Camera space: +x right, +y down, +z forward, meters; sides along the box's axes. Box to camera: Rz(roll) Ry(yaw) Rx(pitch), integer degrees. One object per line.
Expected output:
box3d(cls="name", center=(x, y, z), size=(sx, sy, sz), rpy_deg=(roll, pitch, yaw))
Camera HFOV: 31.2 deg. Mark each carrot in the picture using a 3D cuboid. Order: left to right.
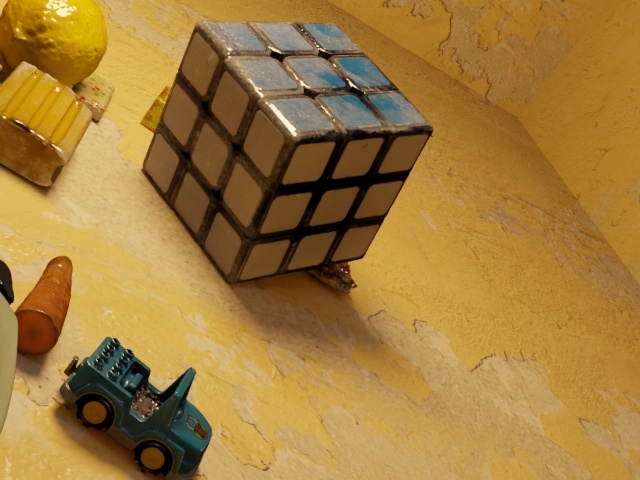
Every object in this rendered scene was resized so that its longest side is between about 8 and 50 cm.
box3d(cls="carrot", center=(-0.330, 0.066, 1.394), size=(0.061, 0.061, 0.210), rpy_deg=(32, 18, -14))

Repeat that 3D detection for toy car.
box3d(cls="toy car", center=(-0.197, 0.181, 1.301), size=(0.191, 0.100, 0.097), rpy_deg=(40, 17, -5))

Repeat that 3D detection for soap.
box3d(cls="soap", center=(-0.426, -0.178, 1.714), size=(0.140, 0.073, 0.232), rpy_deg=(34, 21, -15))

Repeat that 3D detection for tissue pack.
box3d(cls="tissue pack", center=(-0.232, -0.201, 2.089), size=(0.176, 0.062, 0.095), rpy_deg=(36, 21, -8))

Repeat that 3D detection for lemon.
box3d(cls="lemon", center=(-0.440, -0.338, 1.880), size=(0.180, 0.180, 0.193), rpy_deg=(48, 7, 25))

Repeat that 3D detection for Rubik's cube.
box3d(cls="Rubik's cube", center=(-0.061, -0.151, 1.841), size=(0.301, 0.304, 0.305), rpy_deg=(-9, 46, -40))

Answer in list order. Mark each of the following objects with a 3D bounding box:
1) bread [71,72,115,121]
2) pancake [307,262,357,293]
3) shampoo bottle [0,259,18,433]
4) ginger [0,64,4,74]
box3d(cls="bread", center=(-0.396, -0.254, 1.984), size=(0.068, 0.028, 0.154), rpy_deg=(30, 20, -14))
box3d(cls="pancake", center=(0.000, 0.000, 2.038), size=(0.266, 0.057, 0.244), rpy_deg=(-1, 41, -52))
box3d(cls="shampoo bottle", center=(-0.375, 0.126, 1.164), size=(0.134, 0.078, 0.359), rpy_deg=(33, 21, -22))
box3d(cls="ginger", center=(-0.536, -0.249, 1.678), size=(0.148, 0.081, 0.334), rpy_deg=(-7, 20, -1))
